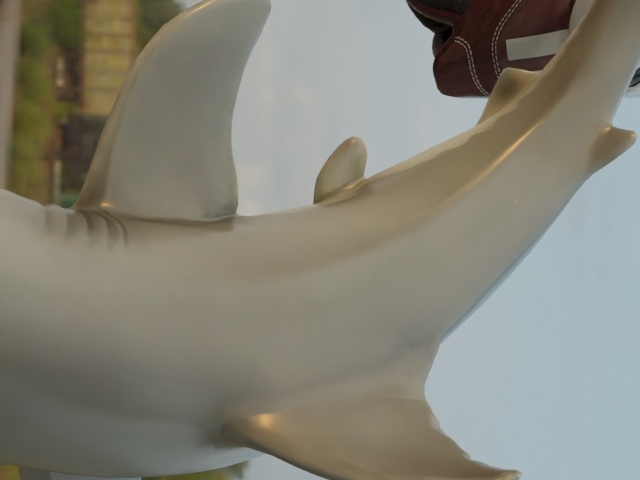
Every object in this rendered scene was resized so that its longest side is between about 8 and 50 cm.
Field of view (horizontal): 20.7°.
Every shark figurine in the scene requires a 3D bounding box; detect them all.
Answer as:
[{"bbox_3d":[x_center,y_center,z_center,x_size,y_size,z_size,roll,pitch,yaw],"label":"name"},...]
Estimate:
[{"bbox_3d":[0.022,0.003,0.389,0.116,0.278,0.166,35,-34,48],"label":"shark figurine"}]

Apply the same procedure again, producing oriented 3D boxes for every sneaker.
[{"bbox_3d":[0.119,-0.176,0.913,0.106,0.162,0.281,57,40,-32],"label":"sneaker"}]
